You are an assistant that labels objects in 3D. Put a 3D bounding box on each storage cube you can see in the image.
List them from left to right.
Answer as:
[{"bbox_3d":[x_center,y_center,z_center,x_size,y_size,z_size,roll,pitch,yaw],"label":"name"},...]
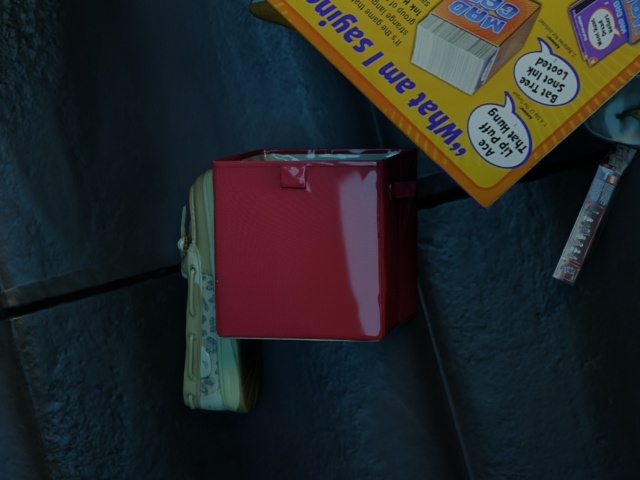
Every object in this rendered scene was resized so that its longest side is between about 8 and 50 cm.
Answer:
[{"bbox_3d":[0.000,0.000,1.859,0.215,0.183,0.193,1,97,15],"label":"storage cube"}]

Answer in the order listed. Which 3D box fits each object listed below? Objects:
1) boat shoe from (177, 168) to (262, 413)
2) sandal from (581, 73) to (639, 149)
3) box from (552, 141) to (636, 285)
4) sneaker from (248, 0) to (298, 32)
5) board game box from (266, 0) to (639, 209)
[{"bbox_3d":[-0.128,0.060,1.941,0.089,0.104,0.285,-2,98,18],"label":"boat shoe"},{"bbox_3d":[0.384,-0.123,1.805,0.219,0.060,0.090,19,101,12],"label":"sandal"},{"bbox_3d":[0.291,-0.029,1.809,0.027,0.094,0.137,25,115,11],"label":"box"},{"bbox_3d":[0.001,-0.237,1.892,0.175,0.064,0.067,13,96,13],"label":"sneaker"},{"bbox_3d":[0.151,-0.323,1.635,0.356,0.356,0.356,-42,107,16],"label":"board game box"}]
